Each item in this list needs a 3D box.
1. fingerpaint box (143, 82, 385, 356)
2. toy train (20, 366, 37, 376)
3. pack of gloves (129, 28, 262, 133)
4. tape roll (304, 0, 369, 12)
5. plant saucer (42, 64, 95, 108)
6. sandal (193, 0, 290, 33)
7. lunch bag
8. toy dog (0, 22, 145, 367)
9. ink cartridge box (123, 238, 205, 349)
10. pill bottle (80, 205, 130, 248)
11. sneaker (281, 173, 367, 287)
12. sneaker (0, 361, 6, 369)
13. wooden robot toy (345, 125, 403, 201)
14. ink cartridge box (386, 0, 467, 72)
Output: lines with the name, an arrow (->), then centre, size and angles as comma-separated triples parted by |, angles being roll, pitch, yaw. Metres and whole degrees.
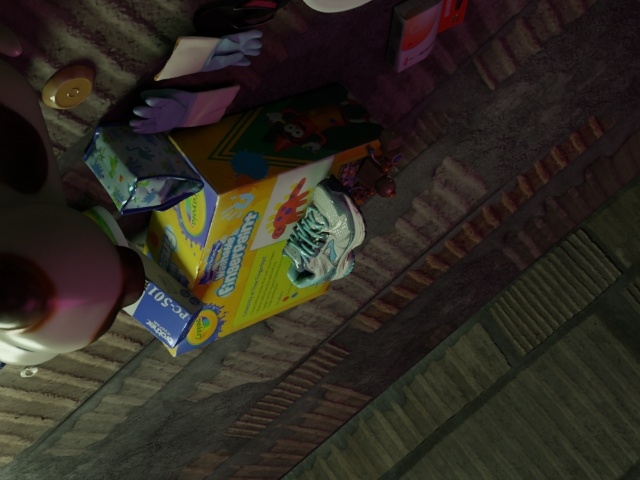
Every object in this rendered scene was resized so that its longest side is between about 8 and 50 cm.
fingerpaint box -> -0.118, -0.037, 2.160 | 0.371, 0.163, 0.444 | -22, 149, -33
toy train -> -0.552, 0.192, 2.120 | 0.125, 0.046, 0.166 | -43, 152, 14
pack of gloves -> -0.197, -0.254, 1.840 | 0.232, 0.046, 0.195 | -19, 150, -55
tape roll -> 0.025, -0.455, 1.616 | 0.246, 0.169, 0.246 | -31, 156, -16
plant saucer -> -0.355, -0.214, 1.703 | 0.083, 0.015, 0.083 | -31, 155, -16
sandal -> -0.106, -0.342, 1.790 | 0.179, 0.040, 0.067 | -26, 153, -26
lunch bag -> -0.270, -0.116, 1.856 | 0.151, 0.129, 0.096 | -14, 148, -45
toy dog -> -0.394, -0.027, 1.500 | 0.395, 0.408, 0.285 | -48, 155, 22
ink cartridge box -> -0.305, 0.085, 2.066 | 0.046, 0.207, 0.097 | -41, 168, -53
pill bottle -> -0.434, 0.053, 1.918 | 0.246, 0.136, 0.136 | -28, 154, -22
sneaker -> 0.000, 0.000, 2.066 | 0.122, 0.110, 0.283 | -27, 152, -19
sneaker -> -0.516, 0.131, 2.028 | 0.232, 0.090, 0.081 | -43, 165, -49
wooden robot toy -> 0.113, -0.111, 2.072 | 0.076, 0.079, 0.173 | -14, 145, -44
ink cartridge box -> 0.204, -0.389, 2.133 | 0.179, 0.045, 0.145 | -27, 154, -18
